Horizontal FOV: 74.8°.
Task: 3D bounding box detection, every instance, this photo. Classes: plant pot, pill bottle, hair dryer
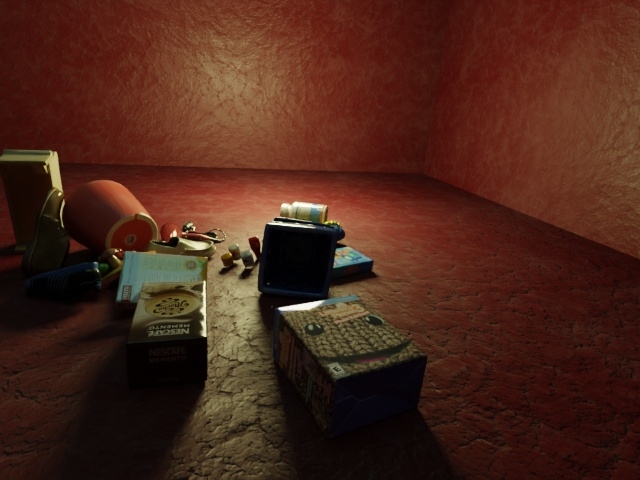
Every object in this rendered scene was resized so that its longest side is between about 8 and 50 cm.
[{"bbox_3d":[-0.077,0.045,1.418,0.236,0.236,0.212,7,14,-3],"label":"plant pot"},{"bbox_3d":[-0.081,-0.124,2.051,0.222,0.124,0.124,8,20,8],"label":"pill bottle"},{"bbox_3d":[-0.548,-0.028,1.731,0.224,0.080,0.293,12,21,18],"label":"hair dryer"},{"bbox_3d":[-0.744,-0.053,1.520,0.243,0.275,0.275,30,30,31],"label":"plant pot"}]

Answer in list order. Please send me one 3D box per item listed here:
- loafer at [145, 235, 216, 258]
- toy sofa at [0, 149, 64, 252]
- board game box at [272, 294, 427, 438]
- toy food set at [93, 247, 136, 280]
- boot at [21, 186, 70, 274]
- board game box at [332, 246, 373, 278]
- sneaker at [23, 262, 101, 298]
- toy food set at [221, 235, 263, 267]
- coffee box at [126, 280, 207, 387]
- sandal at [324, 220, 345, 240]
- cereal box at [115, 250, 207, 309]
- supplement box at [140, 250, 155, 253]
[{"bbox_3d":[-0.514,0.030,1.553,0.268,0.092,0.102,-11,25,-38],"label":"loafer"},{"bbox_3d":[-1.037,-0.146,1.524,0.150,0.362,0.177,-3,27,-20],"label":"toy sofa"},{"bbox_3d":[0.053,0.264,0.956,0.232,0.141,0.291,-6,22,-28],"label":"board game box"},{"bbox_3d":[-0.686,0.068,1.320,0.218,0.071,0.128,-30,29,-19],"label":"toy food set"},{"bbox_3d":[-0.893,-0.030,1.407,0.115,0.305,0.112,7,-19,-14],"label":"boot"},{"bbox_3d":[0.073,0.083,1.614,0.210,0.047,0.160,-8,23,-33],"label":"board game box"},{"bbox_3d":[-0.754,0.134,1.224,0.232,0.090,0.081,-16,-10,7],"label":"sneaker"},{"bbox_3d":[-0.249,0.061,1.578,0.232,0.104,0.111,-17,37,-7],"label":"toy food set"},{"bbox_3d":[-0.364,0.214,1.029,0.168,0.118,0.297,0,20,-17],"label":"coffee box"},{"bbox_3d":[0.000,0.000,1.770,0.317,0.126,0.138,-8,58,-49],"label":"sandal"},{"bbox_3d":[-0.456,0.120,1.224,0.240,0.047,0.173,6,51,-18],"label":"cereal box"},{"bbox_3d":[-0.561,0.108,1.348,0.078,0.080,0.233,-4,23,-25],"label":"supplement box"}]
